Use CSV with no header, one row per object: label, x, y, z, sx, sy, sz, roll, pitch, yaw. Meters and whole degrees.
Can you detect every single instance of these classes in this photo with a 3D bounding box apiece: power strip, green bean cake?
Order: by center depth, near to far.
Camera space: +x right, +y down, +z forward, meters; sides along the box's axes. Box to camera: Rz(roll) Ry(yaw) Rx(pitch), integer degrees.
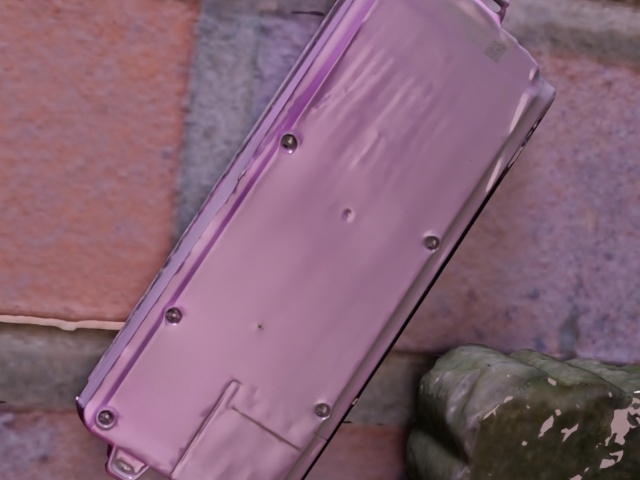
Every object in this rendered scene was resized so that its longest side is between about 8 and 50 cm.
power strip,0.000,0.000,0.600,0.109,0.037,0.279,35,86,-17
green bean cake,0.126,0.150,0.624,0.183,0.094,0.185,7,94,-17
